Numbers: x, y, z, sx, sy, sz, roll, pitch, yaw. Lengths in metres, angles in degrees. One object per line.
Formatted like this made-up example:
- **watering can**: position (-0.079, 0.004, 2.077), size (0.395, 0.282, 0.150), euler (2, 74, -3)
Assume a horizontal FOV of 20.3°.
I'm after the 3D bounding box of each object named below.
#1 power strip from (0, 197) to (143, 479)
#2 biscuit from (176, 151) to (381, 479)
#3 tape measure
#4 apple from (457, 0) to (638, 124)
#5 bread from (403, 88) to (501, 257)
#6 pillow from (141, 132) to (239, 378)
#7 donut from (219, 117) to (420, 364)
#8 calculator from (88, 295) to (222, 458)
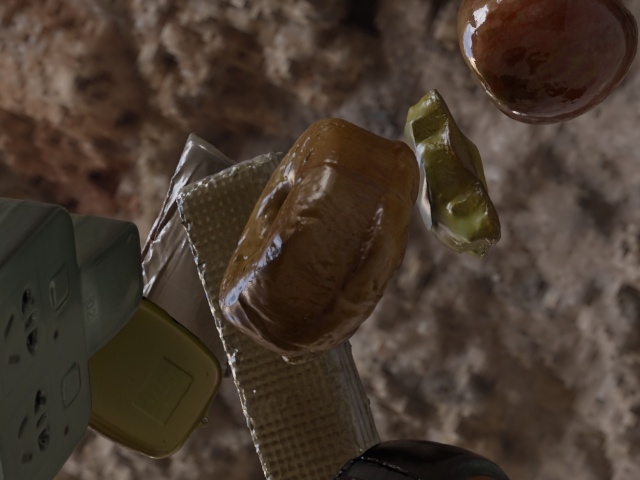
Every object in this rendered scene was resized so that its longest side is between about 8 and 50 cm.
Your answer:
- **power strip**: position (-0.261, 0.068, 1.471), size (0.261, 0.141, 0.229), euler (-57, -28, -54)
- **biscuit**: position (-0.037, 0.115, 2.030), size (0.078, 0.144, 0.426), euler (-10, -100, -65)
- **tape measure**: position (0.084, 0.265, 1.421), size (0.223, 0.135, 0.202), euler (57, -130, -41)
- **apple**: position (0.247, -0.222, 1.932), size (0.174, 0.188, 0.188), euler (-32, -13, 16)
- **bread**: position (0.173, -0.085, 2.467), size (0.088, 0.233, 0.161), euler (-15, -13, -15)
- **pillow**: position (-0.141, 0.019, 2.259), size (0.270, 0.173, 0.067), euler (-66, -12, 5)
- **donut**: position (0.000, -0.001, 1.604), size (0.226, 0.114, 0.226), euler (-58, 12, 20)
- **calculator**: position (-0.217, 0.137, 1.966), size (0.157, 0.236, 0.033), euler (-59, 12, -16)
